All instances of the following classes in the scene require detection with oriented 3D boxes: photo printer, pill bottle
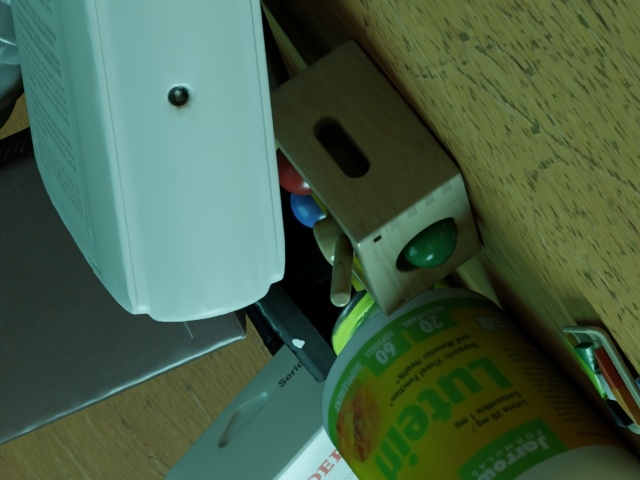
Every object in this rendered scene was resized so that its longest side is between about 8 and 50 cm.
[{"bbox_3d":[-0.110,-0.142,1.108,0.256,0.107,0.307,-133,33,-60],"label":"photo printer"},{"bbox_3d":[0.113,0.148,1.168,0.245,0.136,0.136,50,172,44],"label":"pill bottle"}]

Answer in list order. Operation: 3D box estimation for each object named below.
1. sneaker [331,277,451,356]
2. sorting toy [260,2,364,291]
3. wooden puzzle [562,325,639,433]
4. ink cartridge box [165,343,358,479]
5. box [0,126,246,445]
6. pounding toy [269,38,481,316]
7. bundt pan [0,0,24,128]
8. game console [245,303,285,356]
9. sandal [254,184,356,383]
[{"bbox_3d":[0.093,0.130,1.427,0.121,0.111,0.300,47,173,31],"label":"sneaker"},{"bbox_3d":[-0.041,-0.088,1.290,0.132,0.046,0.274,-9,-102,-85],"label":"sorting toy"},{"bbox_3d":[0.152,0.075,1.036,0.078,0.014,0.116,55,174,6],"label":"wooden puzzle"},{"bbox_3d":[0.031,0.230,1.713,0.273,0.198,0.115,38,-174,-35],"label":"ink cartridge box"},{"bbox_3d":[-0.262,0.050,1.458,0.143,0.381,0.191,-111,-4,-76],"label":"box"},{"bbox_3d":[0.023,-0.020,1.133,0.141,0.100,0.130,53,175,25],"label":"pounding toy"},{"bbox_3d":[-0.248,-0.200,1.483,0.124,0.331,0.331,27,-178,-15],"label":"bundt pan"},{"bbox_3d":[-0.134,-0.115,1.744,0.386,0.060,0.342,61,-173,-51],"label":"game console"},{"bbox_3d":[-0.001,-0.002,1.576,0.167,0.107,0.446,54,-173,-2],"label":"sandal"}]
